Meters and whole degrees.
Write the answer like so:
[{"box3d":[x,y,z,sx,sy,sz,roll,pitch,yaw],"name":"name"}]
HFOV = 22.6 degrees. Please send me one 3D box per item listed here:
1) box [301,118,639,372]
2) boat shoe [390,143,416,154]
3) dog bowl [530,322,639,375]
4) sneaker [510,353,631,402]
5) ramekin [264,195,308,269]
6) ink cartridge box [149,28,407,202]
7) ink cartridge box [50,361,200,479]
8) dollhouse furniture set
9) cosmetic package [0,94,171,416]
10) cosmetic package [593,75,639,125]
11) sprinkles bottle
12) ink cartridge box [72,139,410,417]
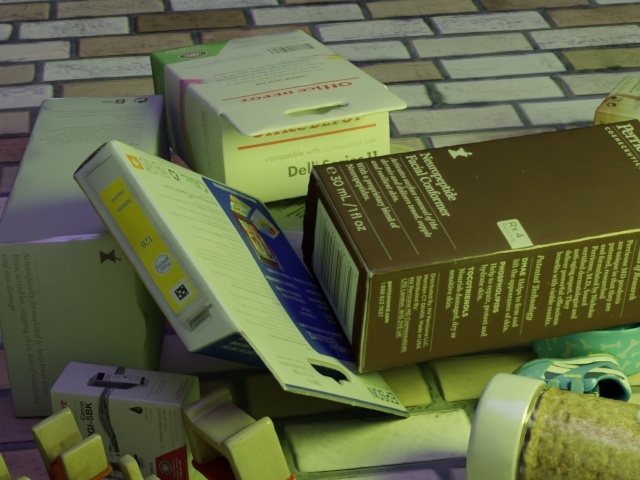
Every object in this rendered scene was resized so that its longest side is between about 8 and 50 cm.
[{"box3d":[0.192,0.000,1.658,0.381,0.143,0.191,-8,39,-17],"name":"box"},{"box3d":[0.051,-0.078,2.078,0.206,0.075,0.065,-17,7,-40],"name":"boat shoe"},{"box3d":[0.335,0.061,1.795,0.166,0.074,0.297,15,32,29],"name":"dog bowl"},{"box3d":[0.252,0.153,1.641,0.144,0.053,0.059,-10,31,-15],"name":"sneaker"},{"box3d":[0.000,0.000,1.867,0.273,0.127,0.273,-1,28,0],"name":"ramekin"},{"box3d":[-0.051,-0.138,1.862,0.207,0.119,0.353,-11,24,-18],"name":"ink cartridge box"},{"box3d":[-0.187,0.178,1.556,0.135,0.099,0.056,5,29,13],"name":"ink cartridge box"},{"box3d":[-0.149,0.256,1.416,0.259,0.135,0.262,-30,37,-25],"name":"dollhouse furniture set"},{"box3d":[-0.250,0.005,1.775,0.156,0.217,0.385,-2,25,2],"name":"cosmetic package"},{"box3d":[0.500,-0.098,2.015,0.296,0.153,0.129,11,31,26],"name":"cosmetic package"},{"box3d":[0.316,0.211,1.451,0.355,0.121,0.121,10,29,20],"name":"sprinkles bottle"},{"box3d":[-0.071,0.059,1.581,0.307,0.072,0.303,57,15,23],"name":"ink cartridge box"}]
